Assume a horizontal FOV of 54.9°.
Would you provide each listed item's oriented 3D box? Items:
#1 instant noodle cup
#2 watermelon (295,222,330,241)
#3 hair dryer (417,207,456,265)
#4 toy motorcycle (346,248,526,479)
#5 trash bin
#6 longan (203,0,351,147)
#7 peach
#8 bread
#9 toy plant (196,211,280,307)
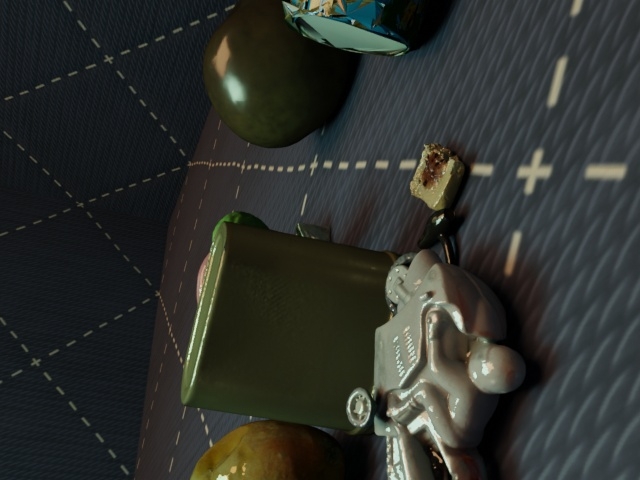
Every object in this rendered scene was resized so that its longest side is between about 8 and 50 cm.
[{"bbox_3d":[0.062,-0.373,0.869,0.240,0.240,0.178,-149,71,-69],"label":"instant noodle cup"},{"bbox_3d":[0.000,0.000,1.081,0.061,0.085,0.085,-49,17,-10],"label":"watermelon"},{"bbox_3d":[0.139,0.012,0.711,0.079,0.031,0.083,115,152,-58],"label":"hair dryer"},{"bbox_3d":[0.117,0.127,0.585,0.171,0.110,0.260,-23,60,52],"label":"toy motorcycle"},{"bbox_3d":[-0.029,0.112,0.772,0.121,0.247,0.243,-161,83,-72],"label":"trash bin"},{"bbox_3d":[-0.079,-0.348,1.187,0.288,0.288,0.350,-13,55,68],"label":"longan"},{"bbox_3d":[-0.061,0.338,0.800,0.235,0.214,0.214,-54,28,25],"label":"peach"},{"bbox_3d":[0.140,-0.075,0.742,0.083,0.035,0.070,-120,45,-59],"label":"bread"},{"bbox_3d":[-0.083,0.104,1.023,0.317,0.211,0.356,64,158,-4],"label":"toy plant"}]
